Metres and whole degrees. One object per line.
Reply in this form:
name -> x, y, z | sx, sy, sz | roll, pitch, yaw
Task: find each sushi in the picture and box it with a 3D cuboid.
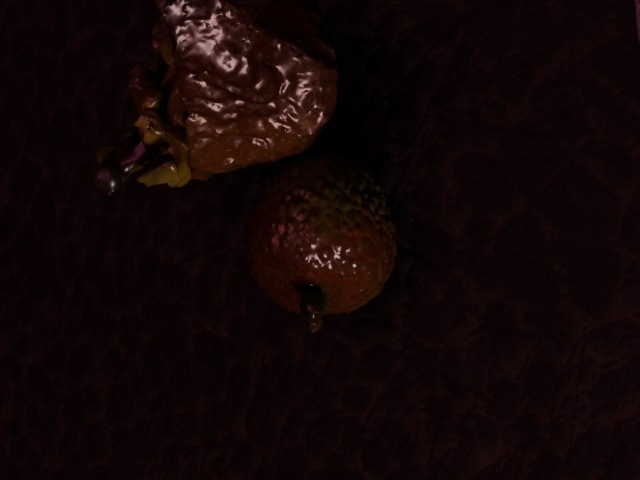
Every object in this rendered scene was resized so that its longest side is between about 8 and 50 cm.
sushi -> -0.082, -0.118, 1.207 | 0.296, 0.179, 0.167 | -123, 33, -75

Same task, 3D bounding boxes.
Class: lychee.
lychee -> 0.000, 0.000, 1.177 | 0.114, 0.114, 0.146 | -24, 50, 41

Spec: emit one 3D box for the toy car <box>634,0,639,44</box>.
toy car -> 0.244, -0.132, 0.963 | 0.108, 0.089, 0.209 | -17, 68, 44
